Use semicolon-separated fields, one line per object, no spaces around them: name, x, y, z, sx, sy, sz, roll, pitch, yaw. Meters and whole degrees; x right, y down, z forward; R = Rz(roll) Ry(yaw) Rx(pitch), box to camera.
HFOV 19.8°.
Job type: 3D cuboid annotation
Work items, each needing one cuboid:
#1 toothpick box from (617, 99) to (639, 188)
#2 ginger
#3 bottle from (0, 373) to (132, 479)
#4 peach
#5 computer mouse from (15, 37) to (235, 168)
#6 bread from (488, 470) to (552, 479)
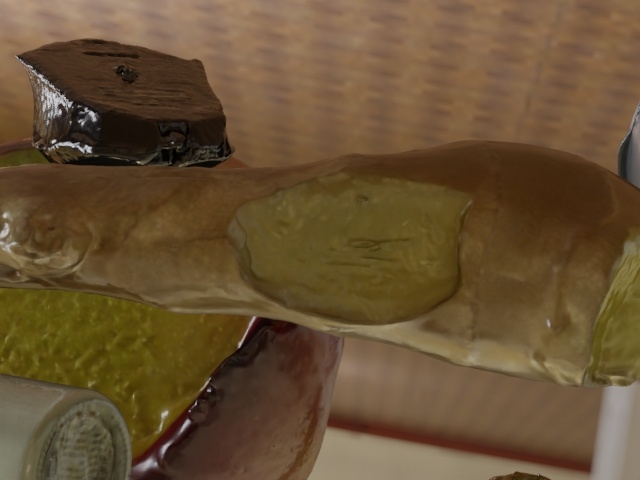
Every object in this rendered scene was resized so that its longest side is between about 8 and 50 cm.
toothpick box;0.327;0.011;1.178;0.263;0.263;0.355;11;-147;-4
ginger;0.000;0.000;0.672;0.294;0.086;0.131;5;-160;0
bottle;-0.247;0.133;1.212;0.245;0.104;0.104;6;168;35
peach;-0.159;0.087;1.471;0.406;0.335;0.310;-9;163;17
computer mouse;-0.099;-0.057;0.917;0.099;0.057;0.172;3;-161;-22
bread;0.096;0.326;1.552;0.084;0.367;0.077;44;-148;19
